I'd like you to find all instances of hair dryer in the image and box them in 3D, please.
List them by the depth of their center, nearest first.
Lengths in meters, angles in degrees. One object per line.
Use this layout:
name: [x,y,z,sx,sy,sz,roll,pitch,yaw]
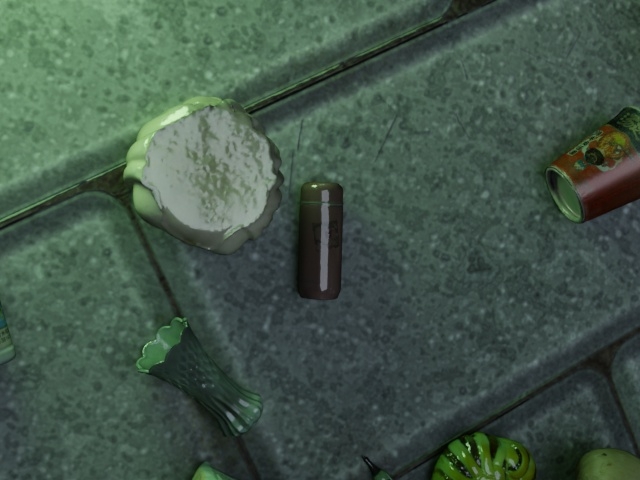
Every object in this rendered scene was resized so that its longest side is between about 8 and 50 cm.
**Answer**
hair dryer: [0.099,0.329,1.379,0.047,0.071,0.150,-42,89,-18]

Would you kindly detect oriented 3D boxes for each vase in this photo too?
vase: [-0.134,0.165,1.270,0.149,0.081,0.081,46,78,-21]

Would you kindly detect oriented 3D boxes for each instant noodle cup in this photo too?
instant noodle cup: [0.371,-0.091,1.425,0.135,0.127,0.127,-29,103,-7]

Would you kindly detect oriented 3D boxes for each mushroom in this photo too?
mushroom: [0.347,0.375,1.417,0.215,0.207,0.207,-10,98,14]

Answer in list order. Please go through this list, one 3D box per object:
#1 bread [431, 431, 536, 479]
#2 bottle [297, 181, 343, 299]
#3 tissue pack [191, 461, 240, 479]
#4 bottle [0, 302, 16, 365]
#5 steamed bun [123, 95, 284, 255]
bread: [0.214,0.309,1.411,0.139,0.071,0.130,36,85,-19]
bottle: [0.000,0.000,1.319,0.053,0.053,0.140,1,92,-21]
tissue pack: [-0.071,0.509,1.243,0.331,0.205,0.405,27,83,-16]
bottle: [-0.384,0.032,1.173,0.060,0.060,0.217,-18,100,-19]
steamed bun: [-0.131,-0.075,1.239,0.182,0.106,0.183,0,90,-21]
